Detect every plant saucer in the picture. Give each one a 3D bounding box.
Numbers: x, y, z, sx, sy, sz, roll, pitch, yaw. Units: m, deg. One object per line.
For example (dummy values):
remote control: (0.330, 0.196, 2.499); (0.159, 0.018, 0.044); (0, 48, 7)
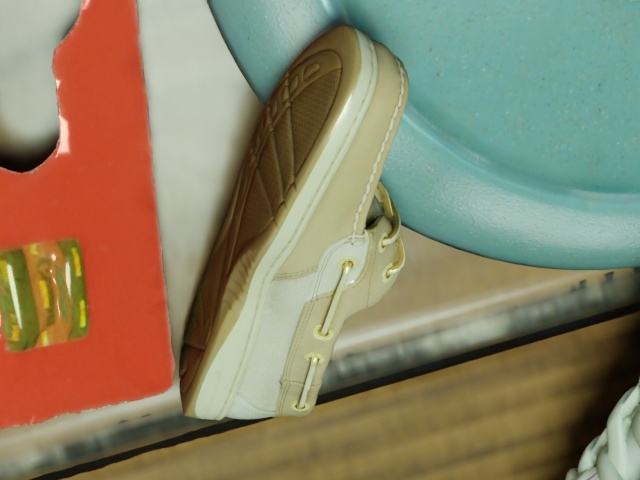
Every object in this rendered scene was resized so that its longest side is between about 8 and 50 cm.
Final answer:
plant saucer: (0.111, -0.135, 0.539); (0.317, 0.044, 0.318); (-3, 108, -8)

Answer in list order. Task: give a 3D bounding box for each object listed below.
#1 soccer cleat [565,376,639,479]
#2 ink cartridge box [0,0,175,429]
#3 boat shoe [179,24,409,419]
soccer cleat: (0.134, 0.104, 0.564); (0.143, 0.116, 0.331); (0, 115, 9)
ink cartridge box: (-0.216, -0.045, 0.430); (0.385, 0.091, 0.308); (-11, 107, -25)
boat shoe: (0.000, 0.000, 0.546); (0.059, 0.063, 0.170); (11, 133, -17)
